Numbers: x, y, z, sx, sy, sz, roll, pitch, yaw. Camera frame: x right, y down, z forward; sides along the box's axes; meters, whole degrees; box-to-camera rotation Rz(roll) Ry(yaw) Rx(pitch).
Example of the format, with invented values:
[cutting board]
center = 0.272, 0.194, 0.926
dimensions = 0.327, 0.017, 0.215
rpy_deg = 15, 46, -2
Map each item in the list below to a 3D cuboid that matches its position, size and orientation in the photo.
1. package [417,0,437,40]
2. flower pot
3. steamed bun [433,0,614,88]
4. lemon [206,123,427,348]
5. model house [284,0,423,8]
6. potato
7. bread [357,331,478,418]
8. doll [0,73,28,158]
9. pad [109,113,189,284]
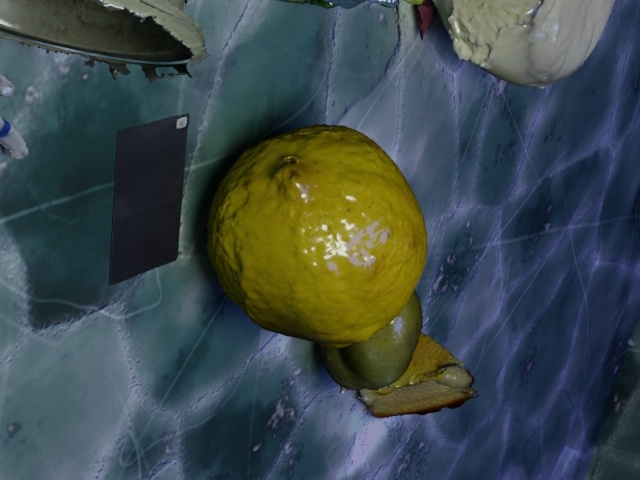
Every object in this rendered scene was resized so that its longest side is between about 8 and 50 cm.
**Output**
[package]
center = 0.156, -0.337, 1.695
dimensions = 0.083, 0.029, 0.059
rpy_deg = -59, 151, -36
[flower pot]
center = -0.206, -0.295, 0.970
dimensions = 0.290, 0.290, 0.259
rpy_deg = 22, 78, -59
[steamed bun]
center = 0.282, -0.393, 1.656
dimensions = 0.312, 0.233, 0.334
rpy_deg = 10, 100, -61
[lemon]
center = 0.000, 0.000, 1.455
dimensions = 0.268, 0.268, 0.322
rpy_deg = -54, 145, -20
[model house]
center = 0.061, -0.362, 1.381
dimensions = 0.195, 0.189, 0.214
rpy_deg = 6, 103, -56
[potato]
center = 0.073, 0.130, 1.726
dimensions = 0.248, 0.143, 0.169
rpy_deg = 112, -29, -68
[bread]
center = 0.171, 0.238, 1.962
dimensions = 0.169, 0.160, 0.140
rpy_deg = -53, 147, -22
[doll]
center = -0.333, -0.132, 1.051
dimensions = 0.114, 0.057, 0.227
rpy_deg = -44, 152, -23
[pad]
center = -0.198, -0.048, 1.361
dimensions = 0.116, 0.004, 0.193
rpy_deg = -22, 128, -49
